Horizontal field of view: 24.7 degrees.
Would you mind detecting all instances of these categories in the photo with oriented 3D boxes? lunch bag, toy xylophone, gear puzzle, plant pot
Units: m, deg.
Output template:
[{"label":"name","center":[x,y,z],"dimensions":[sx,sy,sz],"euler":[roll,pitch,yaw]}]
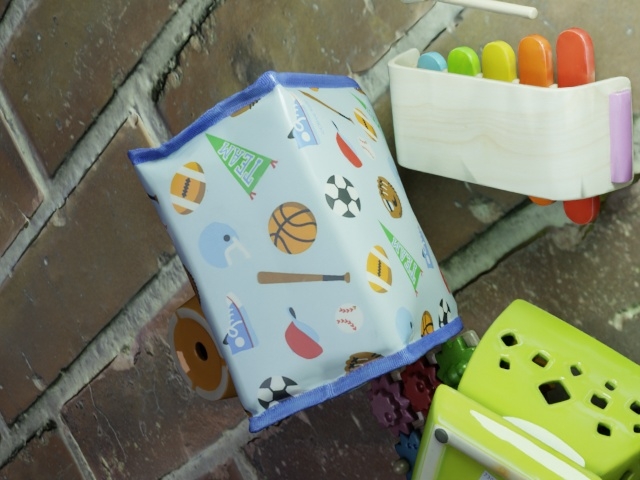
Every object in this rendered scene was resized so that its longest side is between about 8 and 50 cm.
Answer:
[{"label":"lunch bag","center":[0.000,0.000,1.598],"dimensions":[0.239,0.385,0.328],"euler":[-24,89,22]},{"label":"toy xylophone","center":[0.181,-0.151,1.522],"dimensions":[0.322,0.081,0.236],"euler":[26,127,42]},{"label":"gear puzzle","center":[0.168,0.207,1.753],"dimensions":[0.339,0.044,0.175],"euler":[-36,79,53]},{"label":"plant pot","center":[-0.087,0.115,1.906],"dimensions":[0.205,0.188,0.205],"euler":[27,127,42]},{"label":"plant pot","center":[0.222,0.237,1.537],"dimensions":[0.228,0.207,0.227],"euler":[30,130,24]}]
